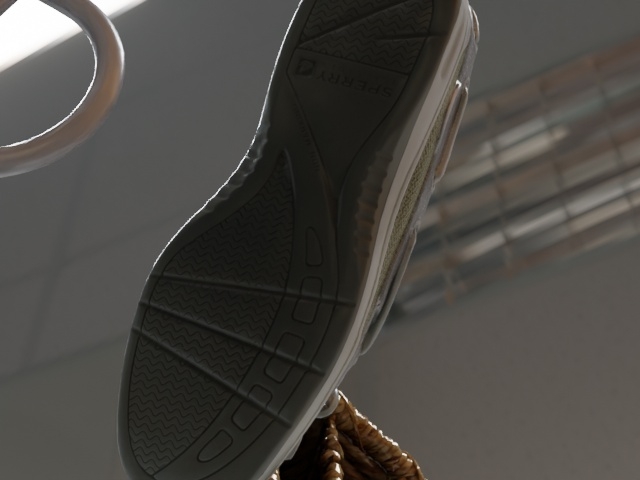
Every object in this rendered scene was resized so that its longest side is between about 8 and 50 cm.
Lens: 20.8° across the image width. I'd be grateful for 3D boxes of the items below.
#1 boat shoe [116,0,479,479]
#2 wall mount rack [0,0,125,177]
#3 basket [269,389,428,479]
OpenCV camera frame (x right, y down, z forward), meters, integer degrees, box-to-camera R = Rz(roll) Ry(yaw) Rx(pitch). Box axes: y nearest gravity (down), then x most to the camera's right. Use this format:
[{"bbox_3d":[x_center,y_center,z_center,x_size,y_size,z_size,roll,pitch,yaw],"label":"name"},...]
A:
[{"bbox_3d":[-0.002,-0.002,0.918,0.118,0.103,0.320,19,-98,26],"label":"boat shoe"},{"bbox_3d":[-0.209,-0.191,0.783,0.350,0.130,0.304,30,-117,21],"label":"wall mount rack"},{"bbox_3d":[0.031,0.242,1.114,0.214,0.223,0.299,12,-151,-10],"label":"basket"}]
